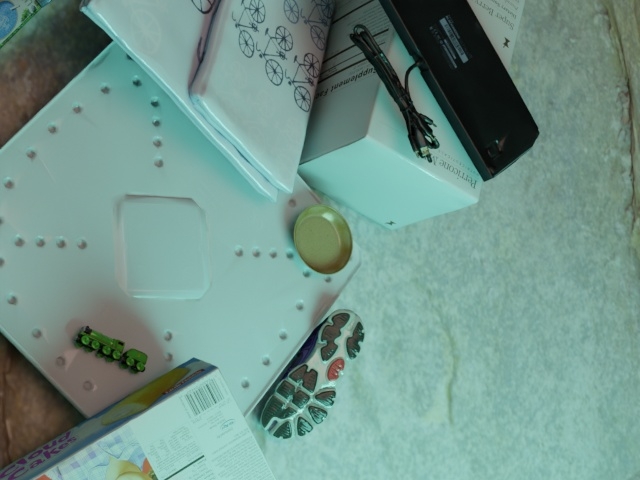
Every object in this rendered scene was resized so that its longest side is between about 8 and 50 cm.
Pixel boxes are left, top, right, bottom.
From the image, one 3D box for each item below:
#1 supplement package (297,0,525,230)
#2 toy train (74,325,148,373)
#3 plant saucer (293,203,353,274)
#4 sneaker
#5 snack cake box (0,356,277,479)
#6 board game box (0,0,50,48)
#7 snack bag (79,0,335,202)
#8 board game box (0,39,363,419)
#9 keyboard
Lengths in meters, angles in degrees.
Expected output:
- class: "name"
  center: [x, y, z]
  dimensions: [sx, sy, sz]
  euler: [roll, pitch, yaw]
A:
- class: "supplement package"
  center: [0.105, -0.190, 1.681]
  dimensions: [0.177, 0.175, 0.293]
  euler: [27, 65, -27]
- class: "toy train"
  center: [-0.214, 0.111, 1.424]
  dimensions: [0.083, 0.017, 0.023]
  euler: [30, 54, -26]
- class: "plant saucer"
  center: [0.000, 0.000, 1.600]
  dimensions: [0.083, 0.015, 0.083]
  euler: [9, 74, -34]
- class: "sneaker"
  center: [-0.009, 0.155, 1.595]
  dimensions: [0.068, 0.071, 0.170]
  euler: [40, 75, -12]
- class: "snack cake box"
  center: [-0.190, 0.249, 1.376]
  dimensions: [0.264, 0.089, 0.152]
  euler: [-30, 103, -19]
- class: "board game box"
  center: [-0.315, -0.241, 1.387]
  dimensions: [0.060, 0.194, 0.194]
  euler: [47, 57, -17]
- class: "snack bag"
  center: [-0.108, -0.264, 1.546]
  dimensions: [0.342, 0.037, 0.323]
  euler: [46, 43, -36]
- class: "board game box"
  center: [-0.181, 0.012, 1.511]
  dimensions: [0.390, 0.050, 0.390]
  euler: [49, 57, -16]
- class: "keyboard"
  center: [0.120, -0.207, 1.569]
  dimensions: [0.201, 0.033, 0.317]
  euler: [-36, 97, -40]
